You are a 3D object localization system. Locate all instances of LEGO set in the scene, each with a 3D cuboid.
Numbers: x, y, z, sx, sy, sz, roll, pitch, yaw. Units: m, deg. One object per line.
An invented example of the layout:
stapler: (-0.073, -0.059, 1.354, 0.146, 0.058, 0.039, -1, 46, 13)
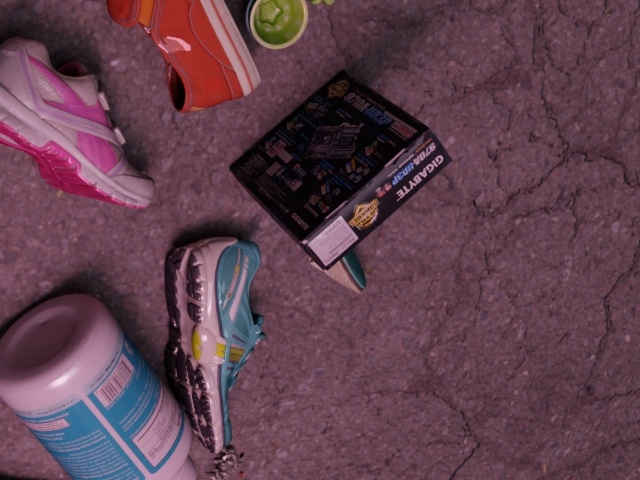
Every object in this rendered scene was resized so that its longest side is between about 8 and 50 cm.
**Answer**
LEGO set: (-0.113, 0.291, 1.599, 0.054, 0.023, 0.083, -41, 126, -3)

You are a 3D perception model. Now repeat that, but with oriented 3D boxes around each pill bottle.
pill bottle: (-0.239, 0.195, 1.411, 0.146, 0.146, 0.264, -35, 125, -7)

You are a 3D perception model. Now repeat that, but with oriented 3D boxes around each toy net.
toy net: (-0.057, -0.317, 1.303, 0.122, 0.045, 0.232, -32, 125, -9)

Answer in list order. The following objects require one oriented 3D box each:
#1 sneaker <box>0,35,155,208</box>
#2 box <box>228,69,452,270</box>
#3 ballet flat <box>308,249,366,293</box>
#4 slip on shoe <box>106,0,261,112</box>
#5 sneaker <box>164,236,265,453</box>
sneaker: (-0.244, -0.115, 1.275, 0.252, 0.103, 0.111, 42, 67, -50)
box: (0.014, -0.081, 1.353, 0.175, 0.220, 0.051, -42, 123, -3)
ballet flat: (0.000, 0.000, 1.500, 0.052, 0.057, 0.168, -19, 123, 16)
slip on shoe: (-0.168, -0.255, 1.239, 0.101, 0.123, 0.331, -32, 130, -4)
sneaker: (-0.112, 0.125, 1.472, 0.110, 0.107, 0.275, -13, 121, -32)
